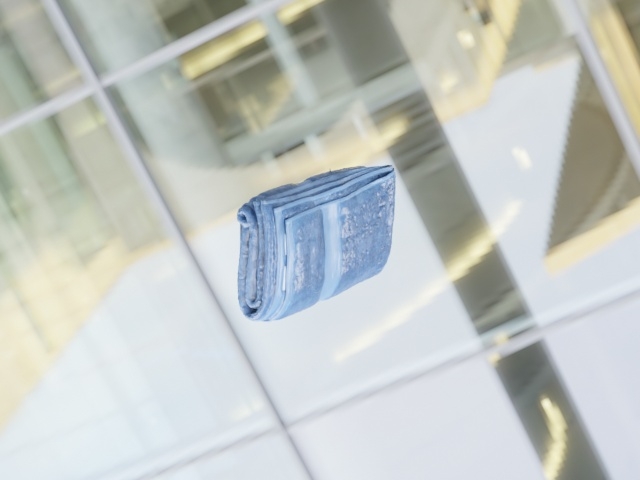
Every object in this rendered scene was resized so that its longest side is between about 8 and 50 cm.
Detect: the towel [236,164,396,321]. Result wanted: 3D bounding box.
[{"bbox_3d":[0.000,0.000,0.891,0.029,0.067,0.119,10,-163,30],"label":"towel"}]
